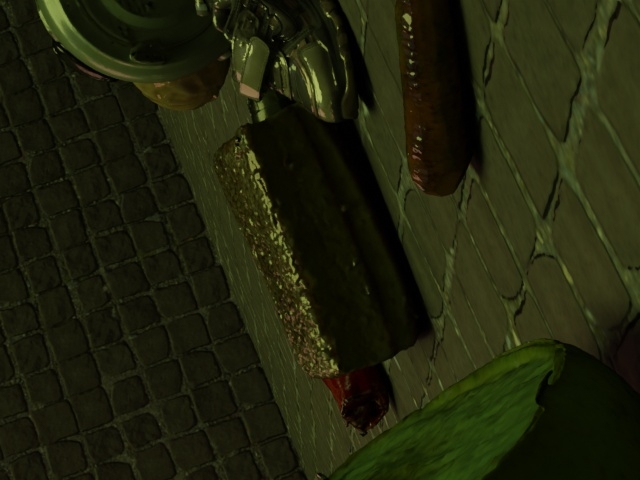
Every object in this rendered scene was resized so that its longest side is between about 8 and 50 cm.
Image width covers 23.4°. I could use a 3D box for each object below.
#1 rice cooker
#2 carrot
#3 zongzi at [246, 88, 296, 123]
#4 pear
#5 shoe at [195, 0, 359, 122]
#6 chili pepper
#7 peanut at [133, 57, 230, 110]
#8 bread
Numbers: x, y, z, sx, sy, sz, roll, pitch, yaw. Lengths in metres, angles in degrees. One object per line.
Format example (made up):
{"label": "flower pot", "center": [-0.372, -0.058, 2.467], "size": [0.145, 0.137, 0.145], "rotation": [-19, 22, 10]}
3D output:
{"label": "rice cooker", "center": [-0.174, -0.257, 1.495], "size": [0.244, 0.226, 0.226], "rotation": [-146, 37, -72]}
{"label": "carrot", "center": [0.064, -0.097, 0.894], "size": [0.042, 0.042, 0.171], "rotation": [-119, 14, -47]}
{"label": "zongzi", "center": [-0.039, -0.128, 1.505], "size": [0.119, 0.055, 0.109], "rotation": [-90, -17, -80]}
{"label": "pear", "center": [0.139, 0.173, 0.759], "size": [0.239, 0.139, 0.288], "rotation": [55, 168, -1]}
{"label": "shoe", "center": [-0.034, -0.158, 1.213], "size": [0.089, 0.092, 0.180], "rotation": [80, 167, -52]}
{"label": "chili pepper", "center": [0.029, 0.141, 1.660], "size": [0.070, 0.073, 0.123], "rotation": [-56, 42, 26]}
{"label": "peanut", "center": [-0.183, -0.289, 1.817], "size": [0.147, 0.147, 0.306], "rotation": [-122, 18, -56]}
{"label": "bread", "center": [0.000, 0.000, 1.354], "size": [0.184, 0.110, 0.234], "rotation": [150, 98, -79]}
